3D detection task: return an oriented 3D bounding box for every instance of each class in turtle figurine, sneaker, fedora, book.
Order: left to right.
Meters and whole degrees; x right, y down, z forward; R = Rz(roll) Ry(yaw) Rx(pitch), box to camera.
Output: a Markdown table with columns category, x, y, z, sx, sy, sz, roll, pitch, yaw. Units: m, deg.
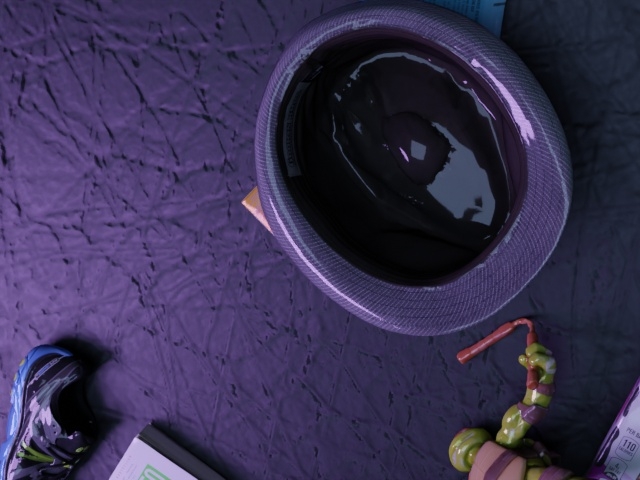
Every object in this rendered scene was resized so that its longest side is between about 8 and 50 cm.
| category | x | y | z | sx | sy | sz | roll | pitch | yaw |
| --- | --- | --- | --- | --- | --- | --- | --- | --- | --- |
| sneaker | -0.245 | 0.190 | 1.552 | 0.078 | 0.067 | 0.188 | 13 | 102 | 19 |
| book | -0.126 | 0.248 | 1.553 | 0.144 | 0.035 | 0.096 | 34 | 112 | 5 |
| fedora | 0.080 | -0.062 | 1.373 | 0.275 | 0.124 | 0.244 | 41 | 105 | 13 |
| turtle figurine | 0.156 | 0.215 | 1.399 | 0.087 | 0.217 | 0.269 | 25 | 99 | -31 |

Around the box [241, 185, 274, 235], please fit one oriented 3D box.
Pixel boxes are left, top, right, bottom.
| category | x | y | z | sx | sy | sz | roll | pitch | yaw |
| --- | --- | --- | --- | --- | --- | --- | --- | --- | --- |
| box | 0.000 | 0.000 | 1.434 | 0.136 | 0.081 | 0.028 | 43 | 109 | 3 |

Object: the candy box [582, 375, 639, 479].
| category | x | y | z | sx | sy | sz | roll | pitch | yaw |
| --- | --- | --- | --- | --- | --- | --- | --- | --- | --- |
| candy box | 0.324 | 0.159 | 1.382 | 0.159 | 0.071 | 0.233 | 28 | 107 | 9 |

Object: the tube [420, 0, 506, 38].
| category | x | y | z | sx | sy | sz | roll | pitch | yaw |
| --- | --- | --- | --- | --- | --- | --- | --- | --- | --- |
| tube | 0.052 | -0.219 | 1.388 | 0.207 | 0.052 | 0.080 | 17 | 144 | 11 |
